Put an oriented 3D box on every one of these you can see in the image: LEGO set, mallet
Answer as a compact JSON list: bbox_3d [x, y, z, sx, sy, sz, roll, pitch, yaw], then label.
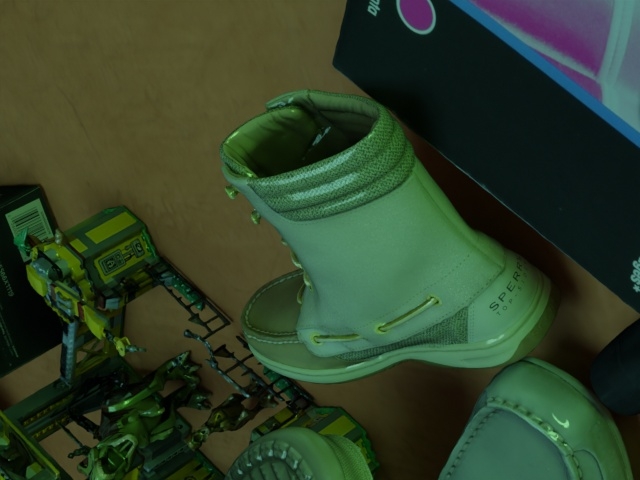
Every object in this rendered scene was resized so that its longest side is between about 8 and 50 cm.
[{"bbox_3d":[-0.137,0.158,1.083,0.331,0.192,0.255,46,143,17],"label":"LEGO set"},{"bbox_3d":[0.211,0.106,0.757,0.189,0.039,0.062,43,141,13],"label":"mallet"}]

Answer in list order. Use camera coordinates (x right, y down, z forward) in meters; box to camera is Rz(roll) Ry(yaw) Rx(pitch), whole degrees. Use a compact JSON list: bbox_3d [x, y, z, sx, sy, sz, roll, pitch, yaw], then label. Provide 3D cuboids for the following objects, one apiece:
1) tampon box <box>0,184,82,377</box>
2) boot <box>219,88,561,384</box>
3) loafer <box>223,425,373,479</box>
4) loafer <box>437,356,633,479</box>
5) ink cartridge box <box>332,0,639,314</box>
[{"bbox_3d":[-0.273,0.031,1.238,0.161,0.101,0.120,3,117,51],"label":"tampon box"},{"bbox_3d":[0.000,0.000,0.844,0.213,0.077,0.165,-7,137,47],"label":"boot"},{"bbox_3d":[-0.003,0.196,0.939,0.102,0.092,0.268,58,150,34],"label":"loafer"},{"bbox_3d":[0.097,0.201,0.895,0.112,0.111,0.319,31,137,31],"label":"loafer"},{"bbox_3d":[0.164,-0.045,0.675,0.371,0.069,0.176,39,141,22],"label":"ink cartridge box"}]
